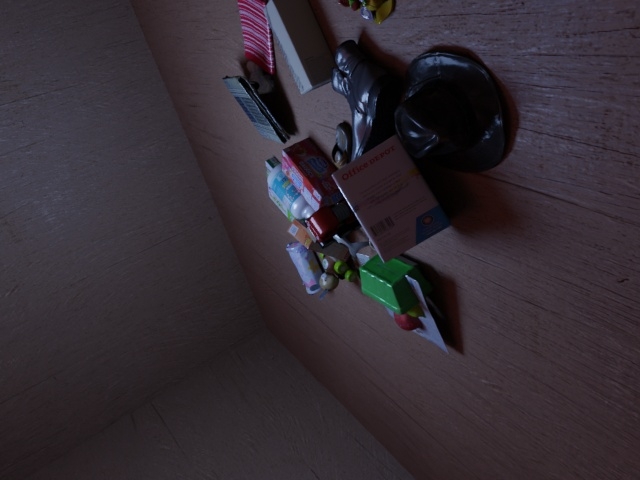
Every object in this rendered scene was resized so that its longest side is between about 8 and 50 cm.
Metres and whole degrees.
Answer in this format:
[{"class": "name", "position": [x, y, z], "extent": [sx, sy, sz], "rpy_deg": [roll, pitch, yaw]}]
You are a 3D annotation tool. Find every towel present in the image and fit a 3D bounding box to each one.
[{"class": "towel", "position": [-0.254, -0.526, 2.011], "extent": [0.312, 0.056, 0.324], "rpy_deg": [54, 173, -27]}, {"class": "towel", "position": [-0.233, -0.752, 1.817], "extent": [0.199, 0.031, 0.274], "rpy_deg": [45, 154, 33]}]

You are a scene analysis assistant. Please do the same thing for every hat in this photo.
[{"class": "hat", "position": [0.262, -0.273, 1.176], "extent": [0.331, 0.134, 0.331], "rpy_deg": [48, 155, 30]}]

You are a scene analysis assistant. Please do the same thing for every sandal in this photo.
[{"class": "sandal", "position": [0.071, -0.287, 1.692], "extent": [0.090, 0.060, 0.219], "rpy_deg": [44, 154, 36]}]

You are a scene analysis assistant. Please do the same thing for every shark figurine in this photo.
[{"class": "shark figurine", "position": [0.073, -0.054, 1.956], "extent": [0.166, 0.116, 0.278], "rpy_deg": [33, -174, -36]}]

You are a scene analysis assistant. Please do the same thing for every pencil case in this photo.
[{"class": "pencil case", "position": [-0.066, 0.126, 2.475], "extent": [0.124, 0.114, 0.272], "rpy_deg": [-1, 116, 57]}]

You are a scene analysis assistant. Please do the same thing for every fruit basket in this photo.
[{"class": "fruit basket", "position": [0.294, 0.207, 1.768], "extent": [0.327, 0.165, 0.353], "rpy_deg": [28, 158, 55]}]

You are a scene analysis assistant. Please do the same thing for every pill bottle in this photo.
[{"class": "pill bottle", "position": [-0.090, -0.191, 2.068], "extent": [0.264, 0.146, 0.146], "rpy_deg": [50, 157, 22]}]

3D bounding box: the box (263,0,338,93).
[{"class": "box", "position": [-0.056, -0.591, 1.513], "extent": [0.274, 0.113, 0.094], "rpy_deg": [65, 160, -10]}]

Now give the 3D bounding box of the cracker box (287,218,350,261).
[{"class": "cracker box", "position": [0.000, 0.000, 2.038], "extent": [0.232, 0.067, 0.156], "rpy_deg": [19, -166, -44]}]

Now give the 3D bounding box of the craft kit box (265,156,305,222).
[{"class": "craft kit box", "position": [-0.158, -0.218, 2.321], "extent": [0.250, 0.061, 0.246], "rpy_deg": [48, 159, 29]}]

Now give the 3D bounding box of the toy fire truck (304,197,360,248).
[{"class": "toy fire truck", "position": [0.082, -0.084, 1.715], "extent": [0.158, 0.217, 0.246], "rpy_deg": [56, 158, 13]}]

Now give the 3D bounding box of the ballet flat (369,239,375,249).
[{"class": "ballet flat", "position": [0.211, -0.041, 1.669], "extent": [0.086, 0.086, 0.248], "rpy_deg": [52, 158, 19]}]

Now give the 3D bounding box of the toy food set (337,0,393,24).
[{"class": "toy food set", "position": [0.082, -0.604, 1.232], "extent": [0.218, 0.071, 0.128], "rpy_deg": [47, 156, 31]}]

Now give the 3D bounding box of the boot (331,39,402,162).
[{"class": "boot", "position": [0.112, -0.376, 1.443], "extent": [0.222, 0.118, 0.338], "rpy_deg": [52, 147, 29]}]

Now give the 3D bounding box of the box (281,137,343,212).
[{"class": "box", "position": [-0.028, -0.241, 1.890], "extent": [0.256, 0.123, 0.128], "rpy_deg": [52, 157, 22]}]

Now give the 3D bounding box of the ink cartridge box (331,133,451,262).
[{"class": "ink cartridge box", "position": [0.193, -0.111, 1.363], "extent": [0.269, 0.198, 0.197], "rpy_deg": [60, -168, 2]}]

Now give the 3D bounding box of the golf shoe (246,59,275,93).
[{"class": "golf shoe", "position": [-0.250, -0.627, 1.942], "extent": [0.176, 0.086, 0.069], "rpy_deg": [51, 159, 26]}]

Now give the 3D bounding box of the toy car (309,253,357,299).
[{"class": "toy car", "position": [0.032, 0.155, 2.145], "extent": [0.149, 0.188, 0.155], "rpy_deg": [41, 180, -38]}]
